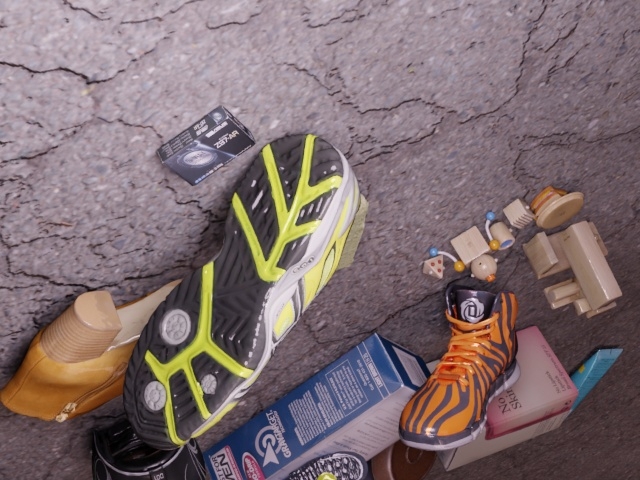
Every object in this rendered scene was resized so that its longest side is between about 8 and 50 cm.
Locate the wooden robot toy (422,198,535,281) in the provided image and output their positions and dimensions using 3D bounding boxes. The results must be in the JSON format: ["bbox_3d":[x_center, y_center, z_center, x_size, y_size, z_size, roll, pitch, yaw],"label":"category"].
[{"bbox_3d":[0.227,0.022,1.636,0.173,0.079,0.076,-32,151,8],"label":"wooden robot toy"}]

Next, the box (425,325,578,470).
[{"bbox_3d":[0.287,0.263,1.997,0.232,0.148,0.127,-17,148,-21],"label":"box"}]

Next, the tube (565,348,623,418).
[{"bbox_3d":[0.507,0.283,2.326,0.080,0.052,0.207,-2,137,-46],"label":"tube"}]

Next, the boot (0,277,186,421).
[{"bbox_3d":[-0.221,0.141,1.436,0.295,0.104,0.211,6,142,-38],"label":"boot"}]

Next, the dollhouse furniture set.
[{"bbox_3d":[0.394,0.027,1.685,0.123,0.144,0.151,-18,164,-19],"label":"dollhouse furniture set"}]

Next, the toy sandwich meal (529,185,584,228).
[{"bbox_3d":[0.330,-0.049,1.667,0.086,0.029,0.085,-24,153,-13],"label":"toy sandwich meal"}]

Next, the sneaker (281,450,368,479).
[{"bbox_3d":[-0.025,0.379,1.794,0.209,0.069,0.082,-29,168,-2],"label":"sneaker"}]

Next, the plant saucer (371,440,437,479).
[{"bbox_3d":[0.155,0.361,2.058,0.168,0.029,0.168,-14,110,-42],"label":"plant saucer"}]

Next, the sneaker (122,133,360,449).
[{"bbox_3d":[-0.070,0.073,1.308,0.384,0.145,0.147,-54,152,4],"label":"sneaker"}]

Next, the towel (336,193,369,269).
[{"bbox_3d":[0.000,0.000,1.459,0.110,0.027,0.148,-17,150,-19],"label":"towel"}]

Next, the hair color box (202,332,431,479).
[{"bbox_3d":[0.006,0.295,1.848,0.347,0.105,0.174,-36,148,14],"label":"hair color box"}]

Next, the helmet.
[{"bbox_3d":[-0.236,0.321,1.644,0.169,0.169,0.161,-19,133,-16],"label":"helmet"}]

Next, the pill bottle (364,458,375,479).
[{"bbox_3d":[0.113,0.469,2.192,0.130,0.130,0.245,-27,151,-3],"label":"pill bottle"}]

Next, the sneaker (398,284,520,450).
[{"bbox_3d":[0.198,0.165,1.718,0.321,0.125,0.180,-39,130,-56],"label":"sneaker"}]

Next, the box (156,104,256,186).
[{"bbox_3d":[-0.116,-0.096,1.216,0.083,0.018,0.067,-33,151,9],"label":"box"}]
